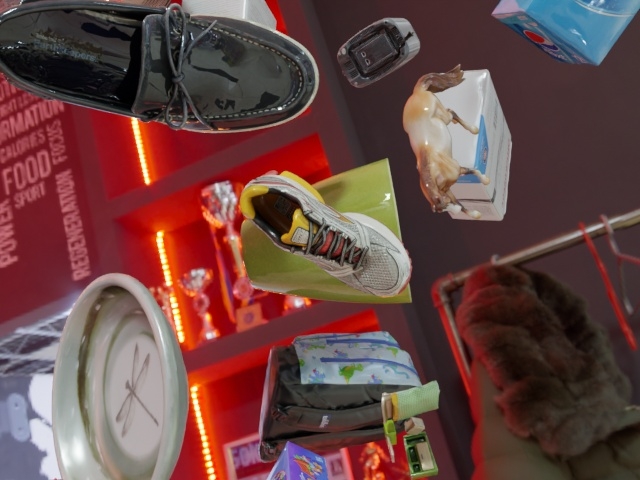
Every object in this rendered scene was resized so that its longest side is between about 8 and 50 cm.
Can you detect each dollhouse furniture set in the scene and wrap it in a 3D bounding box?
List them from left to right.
[{"bbox_3d":[0.123,0.251,0.853,0.076,0.059,0.152,-11,-43,-1],"label":"dollhouse furniture set"}]

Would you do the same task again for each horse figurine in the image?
[{"bbox_3d":[0.178,-0.142,0.953,0.066,0.264,0.174,-23,-24,40],"label":"horse figurine"}]

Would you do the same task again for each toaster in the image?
[{"bbox_3d":[0.165,-0.503,1.725,0.227,0.129,0.146,-28,7,33],"label":"toaster"}]

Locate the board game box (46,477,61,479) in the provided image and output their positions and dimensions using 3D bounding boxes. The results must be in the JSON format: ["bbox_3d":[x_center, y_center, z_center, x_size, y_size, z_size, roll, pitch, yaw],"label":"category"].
[{"bbox_3d":[-0.456,0.457,1.172,0.168,0.033,0.133,18,9,31],"label":"board game box"}]

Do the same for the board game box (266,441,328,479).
[{"bbox_3d":[-0.096,0.544,1.077,0.078,0.347,0.233,27,8,-9],"label":"board game box"}]

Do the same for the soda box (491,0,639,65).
[{"bbox_3d":[0.211,-0.226,0.439,0.210,0.067,0.071,-58,12,13],"label":"soda box"}]

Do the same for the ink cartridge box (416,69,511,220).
[{"bbox_3d":[0.328,-0.198,1.452,0.128,0.223,0.307,2,-17,26],"label":"ink cartridge box"}]

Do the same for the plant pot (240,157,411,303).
[{"bbox_3d":[0.007,0.006,1.251,0.293,0.275,0.275,-10,-16,6],"label":"plant pot"}]

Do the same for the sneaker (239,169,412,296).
[{"bbox_3d":[0.000,0.000,0.762,0.088,0.225,0.092,-65,-13,19],"label":"sneaker"}]

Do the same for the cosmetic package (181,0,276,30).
[{"bbox_3d":[-0.187,-0.407,1.339,0.151,0.184,0.151,-6,-24,18],"label":"cosmetic package"}]

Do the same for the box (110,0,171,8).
[{"bbox_3d":[-0.370,-0.524,1.332,0.113,0.094,0.275,-27,-5,-16],"label":"box"}]

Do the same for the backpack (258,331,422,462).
[{"bbox_3d":[0.052,0.332,1.446,0.355,0.273,0.290,5,-56,-7],"label":"backpack"}]

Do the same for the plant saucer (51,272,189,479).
[{"bbox_3d":[-0.311,0.255,1.064,0.100,0.401,0.400,7,-29,-43],"label":"plant saucer"}]

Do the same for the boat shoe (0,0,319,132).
[{"bbox_3d":[-0.236,-0.254,0.963,0.499,0.187,0.156,6,19,-20],"label":"boat shoe"}]
